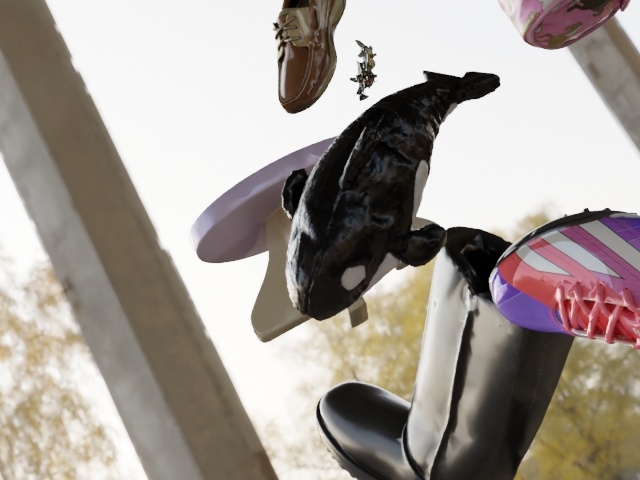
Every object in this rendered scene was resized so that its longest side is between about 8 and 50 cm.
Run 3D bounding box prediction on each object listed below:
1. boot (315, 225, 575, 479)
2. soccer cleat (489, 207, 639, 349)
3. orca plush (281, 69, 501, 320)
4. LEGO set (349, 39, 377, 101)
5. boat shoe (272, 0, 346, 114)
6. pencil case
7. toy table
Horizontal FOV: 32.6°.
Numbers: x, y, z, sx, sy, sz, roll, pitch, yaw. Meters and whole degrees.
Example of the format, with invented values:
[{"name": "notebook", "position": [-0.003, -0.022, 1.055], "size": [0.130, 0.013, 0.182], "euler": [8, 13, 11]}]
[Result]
[{"name": "boot", "position": [0.146, 0.173, 1.471], "size": [0.146, 0.367, 0.445], "euler": [-27, -43, -33]}, {"name": "soccer cleat", "position": [0.253, 0.041, 0.817], "size": [0.318, 0.108, 0.116], "euler": [-11, 43, 42]}, {"name": "orca plush", "position": [0.063, -0.065, 0.960], "size": [0.287, 0.151, 0.102], "euler": [-42, -19, -19]}, {"name": "LEGO set", "position": [0.044, -0.152, 0.982], "size": [0.023, 0.054, 0.083], "euler": [-7, 17, -9]}, {"name": "boat shoe", "position": [-0.041, -0.387, 2.073], "size": [0.123, 0.324, 0.120], "euler": [-21, -43, 37]}, {"name": "pencil case", "position": [0.268, -0.439, 1.484], "size": [0.160, 0.386, 0.167], "euler": [-1, -32, -47]}, {"name": "toy table", "position": [0.000, 0.000, 1.315], "size": [0.274, 0.161, 0.252], "euler": [-32, -23, 4]}]
